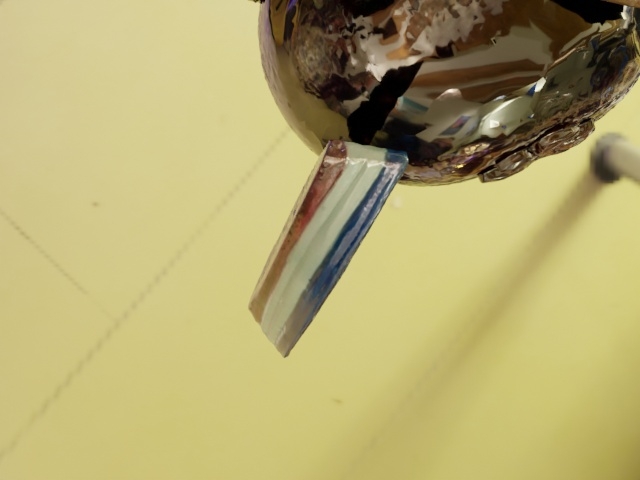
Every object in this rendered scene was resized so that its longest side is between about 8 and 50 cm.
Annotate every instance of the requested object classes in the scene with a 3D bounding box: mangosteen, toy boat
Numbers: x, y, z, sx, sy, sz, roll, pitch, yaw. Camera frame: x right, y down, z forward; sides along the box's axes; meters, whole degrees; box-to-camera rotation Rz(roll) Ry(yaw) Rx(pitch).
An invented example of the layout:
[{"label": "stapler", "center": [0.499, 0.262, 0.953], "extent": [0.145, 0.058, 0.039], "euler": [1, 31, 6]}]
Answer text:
[{"label": "mangosteen", "center": [0.077, -0.173, 1.166], "extent": [0.287, 0.287, 0.233], "euler": [-61, 149, -11]}, {"label": "toy boat", "center": [0.000, 0.000, 1.080], "extent": [0.046, 0.229, 0.080], "euler": [22, 60, -4]}]

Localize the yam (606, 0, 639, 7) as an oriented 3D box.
[{"label": "yam", "center": [0.160, -0.162, 1.022], "extent": [0.241, 0.057, 0.057], "euler": [9, 89, -22]}]
